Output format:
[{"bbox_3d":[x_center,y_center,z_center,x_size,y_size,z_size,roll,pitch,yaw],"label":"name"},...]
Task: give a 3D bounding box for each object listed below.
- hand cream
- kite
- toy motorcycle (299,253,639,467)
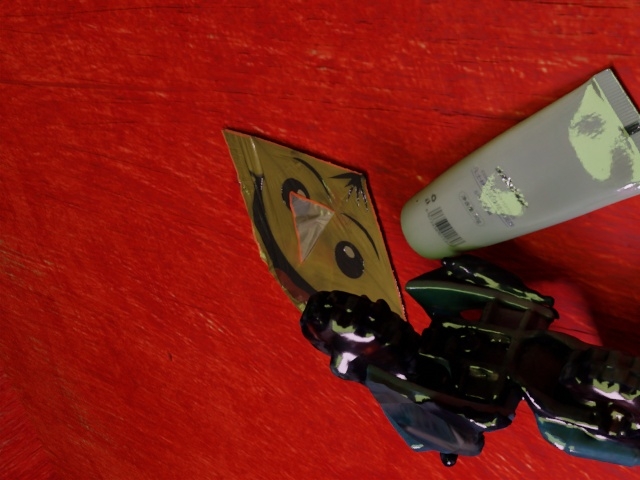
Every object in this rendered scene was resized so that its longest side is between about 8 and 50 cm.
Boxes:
[{"bbox_3d":[0.181,-0.051,1.182,0.109,0.067,0.320,58,146,-3],"label":"hand cream"},{"bbox_3d":[0.002,-0.001,1.538,0.377,0.013,0.327,50,150,11],"label":"kite"},{"bbox_3d":[0.179,0.141,1.276,0.416,0.172,0.232,8,152,33],"label":"toy motorcycle"}]
